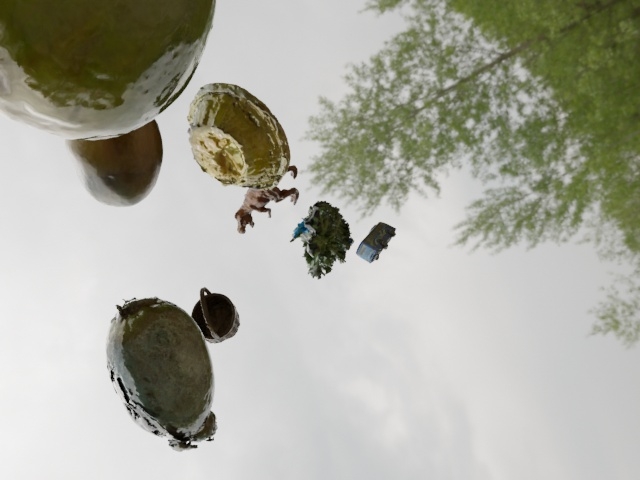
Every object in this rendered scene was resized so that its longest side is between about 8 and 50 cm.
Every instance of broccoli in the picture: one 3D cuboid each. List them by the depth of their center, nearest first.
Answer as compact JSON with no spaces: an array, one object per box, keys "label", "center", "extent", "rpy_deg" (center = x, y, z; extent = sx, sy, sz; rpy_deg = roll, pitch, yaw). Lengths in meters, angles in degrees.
[{"label":"broccoli","center":[0.000,0.000,1.263],"extent":[0.154,0.167,0.160],"rpy_deg":[43,-164,7]}]

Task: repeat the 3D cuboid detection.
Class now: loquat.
[{"label":"loquat","center":[-0.395,-0.176,1.046],"extent":[0.179,0.179,0.227],"rpy_deg":[-21,-84,-55]}]

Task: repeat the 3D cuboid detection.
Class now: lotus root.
[{"label":"lotus root","center":[-0.139,0.124,0.488],"extent":[0.088,0.088,0.165],"rpy_deg":[-41,-59,-53]}]

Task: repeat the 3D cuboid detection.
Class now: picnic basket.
[{"label":"picnic basket","center":[-0.149,0.102,0.741],"extent":[0.083,0.072,0.072],"rpy_deg":[79,-173,-65]}]

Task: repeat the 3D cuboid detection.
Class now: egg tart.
[{"label":"egg tart","center":[-0.222,-0.237,1.341],"extent":[0.315,0.315,0.120],"rpy_deg":[55,-133,-20]}]

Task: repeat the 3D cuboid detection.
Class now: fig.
[{"label":"fig","center":[-0.285,-0.300,0.666],"extent":[0.343,0.343,0.343],"rpy_deg":[29,-129,-43]}]

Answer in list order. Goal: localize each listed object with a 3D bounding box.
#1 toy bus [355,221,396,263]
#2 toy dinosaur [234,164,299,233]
[{"label":"toy bus","center":[0.137,0.002,1.307],"extent":[0.061,0.051,0.153],"rpy_deg":[32,-149,8]},{"label":"toy dinosaur","center":[-0.146,-0.177,1.649],"extent":[0.208,0.432,0.097],"rpy_deg":[-15,-121,-34]}]
